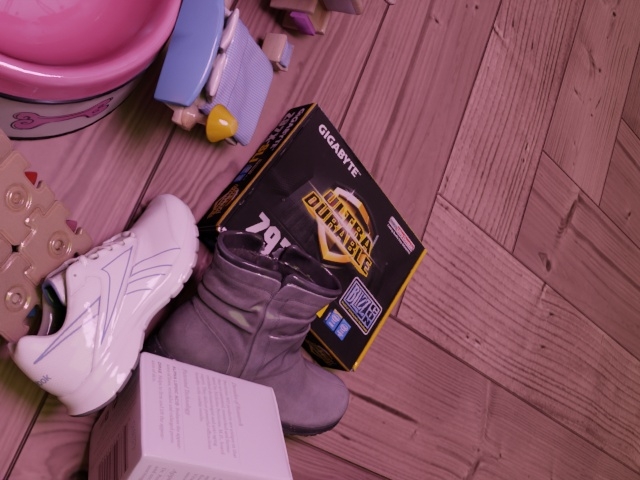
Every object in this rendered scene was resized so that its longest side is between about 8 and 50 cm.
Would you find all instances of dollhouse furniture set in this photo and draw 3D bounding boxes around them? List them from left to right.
[{"bbox_3d":[-0.030,-0.229,0.927,0.286,0.198,0.304,37,69,-72],"label":"dollhouse furniture set"}]

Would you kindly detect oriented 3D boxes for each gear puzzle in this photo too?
[{"bbox_3d":[-0.379,-0.046,0.734,0.176,0.044,0.339,-62,144,-32],"label":"gear puzzle"}]

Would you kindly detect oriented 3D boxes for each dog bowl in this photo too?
[{"bbox_3d":[-0.324,-0.323,0.783,0.407,0.150,0.409,2,86,-40],"label":"dog bowl"}]

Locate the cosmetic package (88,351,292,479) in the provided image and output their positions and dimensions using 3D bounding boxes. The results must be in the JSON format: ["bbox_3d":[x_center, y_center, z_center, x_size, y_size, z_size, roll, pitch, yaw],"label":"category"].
[{"bbox_3d":[-0.157,0.253,0.845,0.183,0.151,0.151,22,118,-28],"label":"cosmetic package"}]

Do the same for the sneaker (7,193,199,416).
[{"bbox_3d":[-0.242,0.050,0.842,0.129,0.111,0.297,43,49,-27],"label":"sneaker"}]

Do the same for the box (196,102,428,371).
[{"bbox_3d":[0.000,0.000,1.084,0.322,0.079,0.257,50,61,-27],"label":"box"}]

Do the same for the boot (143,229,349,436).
[{"bbox_3d":[-0.038,0.131,0.947,0.338,0.118,0.223,25,116,-38],"label":"boot"}]
